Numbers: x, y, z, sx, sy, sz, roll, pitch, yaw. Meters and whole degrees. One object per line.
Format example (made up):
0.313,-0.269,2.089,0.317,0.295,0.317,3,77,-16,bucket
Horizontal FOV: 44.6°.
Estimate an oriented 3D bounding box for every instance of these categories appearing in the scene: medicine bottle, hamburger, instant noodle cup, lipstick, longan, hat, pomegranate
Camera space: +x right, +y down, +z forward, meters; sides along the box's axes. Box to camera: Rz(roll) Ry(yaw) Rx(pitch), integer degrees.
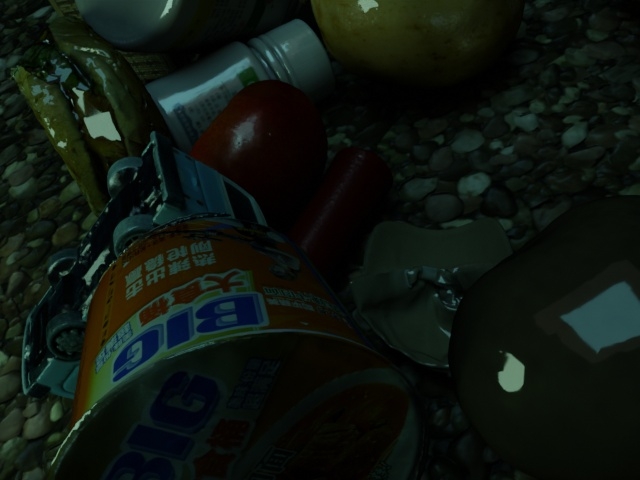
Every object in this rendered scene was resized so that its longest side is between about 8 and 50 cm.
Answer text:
-0.107,-0.197,1.057,0.237,0.139,0.139,-30,45,-14,medicine bottle
-0.151,-0.365,1.086,0.208,0.208,0.340,14,18,32,medicine bottle
-0.277,-0.143,0.986,0.134,0.265,0.285,-32,47,-11,hamburger
-0.081,0.125,0.661,0.296,0.296,0.214,-25,37,-1,instant noodle cup
0.000,0.000,0.872,0.080,0.080,0.241,13,55,31,lipstick
0.222,0.082,0.608,0.246,0.215,0.246,2,34,-1,longan
0.126,0.051,0.797,0.166,0.144,0.173,-3,4,13,hat
0.127,-0.331,0.998,0.307,0.307,0.307,-12,46,12,pomegranate

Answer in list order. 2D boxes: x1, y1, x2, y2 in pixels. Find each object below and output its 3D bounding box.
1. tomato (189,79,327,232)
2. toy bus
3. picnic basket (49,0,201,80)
-0.070,-0.089,0.914,0.136,0.195,0.195,34,63,3,tomato
-0.178,0.049,0.800,0.271,0.165,0.133,-50,35,20,toy bus
-0.270,-0.436,1.278,0.175,0.228,0.312,0,50,25,picnic basket
